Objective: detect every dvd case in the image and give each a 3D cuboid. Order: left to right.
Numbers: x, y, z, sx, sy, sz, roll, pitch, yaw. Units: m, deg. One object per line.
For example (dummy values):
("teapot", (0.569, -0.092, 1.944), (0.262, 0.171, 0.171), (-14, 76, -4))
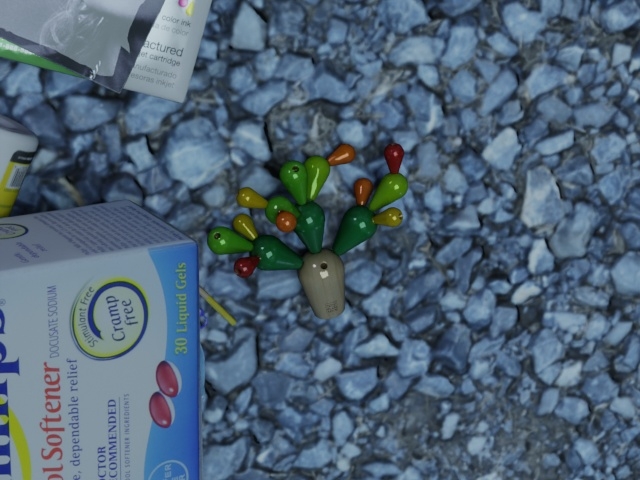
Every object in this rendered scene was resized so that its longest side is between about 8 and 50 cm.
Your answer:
("dvd case", (-0.201, -0.261, 1.279), (0.164, 0.018, 0.221), (25, 96, -22))

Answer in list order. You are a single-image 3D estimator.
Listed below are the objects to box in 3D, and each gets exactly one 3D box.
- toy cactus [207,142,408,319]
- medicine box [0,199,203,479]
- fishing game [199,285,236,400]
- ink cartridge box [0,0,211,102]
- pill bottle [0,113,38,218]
("toy cactus", (0.000, 0.000, 1.511), (0.219, 0.112, 0.180), (-25, 121, -20))
("medicine box", (-0.265, 0.123, 1.311), (0.289, 0.149, 0.263), (-10, 111, -31))
("fishing game", (-0.197, 0.144, 1.480), (0.264, 0.041, 0.189), (-47, 113, -18))
("ink cartridge box", (-0.193, -0.290, 1.348), (0.201, 0.117, 0.278), (13, 100, -21))
("pill bottle", (-0.355, -0.024, 1.368), (0.119, 0.119, 0.208), (21, 97, -22))
